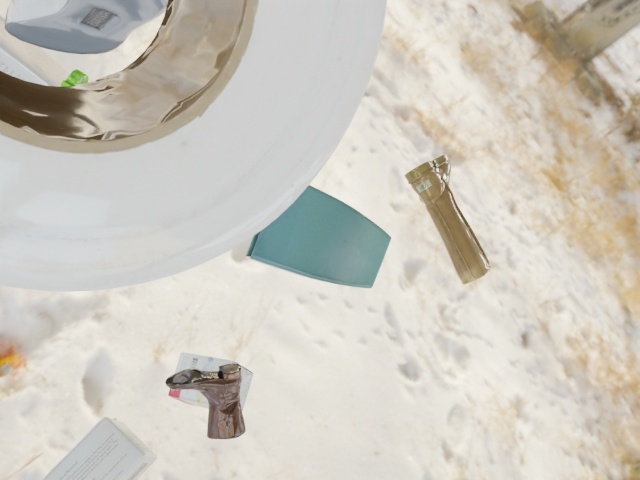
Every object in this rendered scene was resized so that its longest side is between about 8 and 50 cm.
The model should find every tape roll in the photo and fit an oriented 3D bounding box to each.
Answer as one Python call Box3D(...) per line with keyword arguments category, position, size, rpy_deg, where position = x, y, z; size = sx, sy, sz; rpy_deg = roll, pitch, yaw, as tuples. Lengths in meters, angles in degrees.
Box3D(category="tape roll", position=(-0.113, -0.118, 0.358), size=(0.246, 0.246, 0.169), rpy_deg=(33, 3, -28))

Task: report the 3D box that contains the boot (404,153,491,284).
Box3D(category="boot", position=(0.290, -0.048, 1.794), size=(0.269, 0.089, 0.236), rpy_deg=(61, 27, 1))

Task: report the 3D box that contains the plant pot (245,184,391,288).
Box3D(category="plant pot", position=(0.000, 0.000, 1.524), size=(0.234, 0.165, 0.166), rpy_deg=(22, -4, -8))

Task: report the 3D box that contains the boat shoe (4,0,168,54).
Box3D(category="boat shoe", position=(-0.281, -0.333, 0.978), size=(0.136, 0.367, 0.156), rpy_deg=(13, 82, -32))

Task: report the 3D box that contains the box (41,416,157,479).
Box3D(category="box", position=(-0.456, 0.477, 1.688), size=(0.119, 0.182, 0.181), rpy_deg=(42, -14, 10))

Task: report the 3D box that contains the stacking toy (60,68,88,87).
Box3D(category="stacking toy", position=(-0.313, -0.106, 1.122), size=(0.167, 0.221, 0.052), rpy_deg=(31, 17, 17))

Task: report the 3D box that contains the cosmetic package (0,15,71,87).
Box3D(category="cosmetic package", position=(-0.518, -0.200, 1.416), size=(0.161, 0.230, 0.453), rpy_deg=(54, 5, 32))

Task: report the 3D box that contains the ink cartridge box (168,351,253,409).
Box3D(category="ink cartridge box", position=(-0.299, 0.394, 2.221), size=(0.127, 0.176, 0.128), rpy_deg=(46, 55, -56))

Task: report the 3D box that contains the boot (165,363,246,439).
Box3D(category="boot", position=(-0.154, 0.228, 1.095), size=(0.107, 0.114, 0.037), rpy_deg=(-5, 25, -15))
